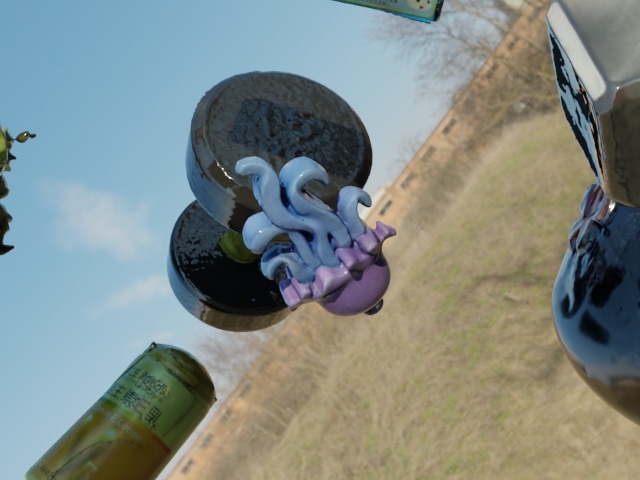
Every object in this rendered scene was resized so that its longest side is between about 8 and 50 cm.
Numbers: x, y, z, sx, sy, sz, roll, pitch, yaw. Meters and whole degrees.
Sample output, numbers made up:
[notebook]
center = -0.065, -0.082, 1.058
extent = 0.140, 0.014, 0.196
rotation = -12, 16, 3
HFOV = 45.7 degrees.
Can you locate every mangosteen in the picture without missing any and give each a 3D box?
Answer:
[mangosteen]
center = 0.342, 0.038, 0.580
extent = 0.275, 0.302, 0.275
rotation = -155, 90, -88

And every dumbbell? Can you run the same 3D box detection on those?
[dumbbell]
center = -0.078, -0.036, 0.948
extent = 0.203, 0.204, 0.322
rotation = -48, -8, -33

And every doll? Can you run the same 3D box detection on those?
[doll]
center = 0.000, 0.000, 0.607
extent = 0.110, 0.206, 0.067
rotation = -35, 40, 3

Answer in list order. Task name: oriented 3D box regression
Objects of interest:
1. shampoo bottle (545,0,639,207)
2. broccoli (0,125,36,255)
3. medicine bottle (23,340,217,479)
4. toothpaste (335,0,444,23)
[shampoo bottle]
center = 0.225, -0.097, 0.308
extent = 0.246, 0.080, 0.079
rotation = -19, -40, 11
[broccoli]
center = -0.481, -0.093, 0.890
extent = 0.293, 0.281, 0.347
rotation = -63, -38, -43
[medicine bottle]
center = -0.229, 0.233, 0.915
extent = 0.239, 0.124, 0.124
rotation = -51, -6, -24
[toothpaste]
center = -0.037, -0.218, 0.543
extent = 0.050, 0.267, 0.065
rotation = 95, -171, -59
